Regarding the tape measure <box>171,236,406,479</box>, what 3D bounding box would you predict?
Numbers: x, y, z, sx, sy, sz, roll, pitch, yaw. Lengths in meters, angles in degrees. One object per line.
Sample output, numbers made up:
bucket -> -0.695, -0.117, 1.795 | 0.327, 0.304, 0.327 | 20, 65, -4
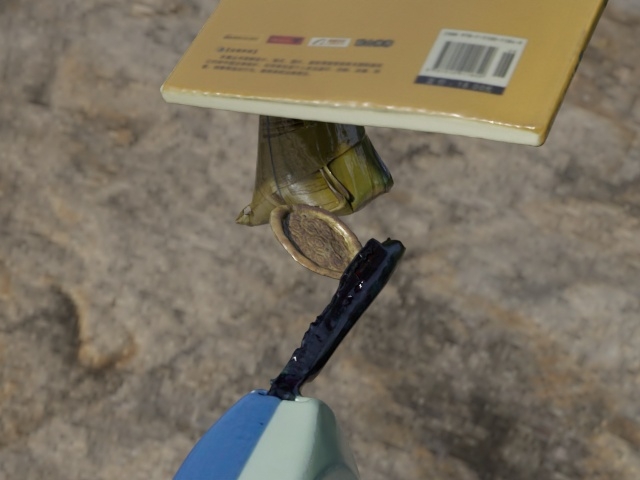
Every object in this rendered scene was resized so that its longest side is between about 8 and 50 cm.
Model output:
tape measure -> -0.020, 0.170, 0.993 | 0.098, 0.215, 0.351 | 9, 39, 21

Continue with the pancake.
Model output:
pancake -> -0.001, 0.001, 1.482 | 0.115, 0.011, 0.115 | 24, 32, -16

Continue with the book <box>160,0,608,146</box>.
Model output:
book -> 0.086, -0.215, 1.043 | 0.269, 0.032, 0.389 | 9, 51, 27

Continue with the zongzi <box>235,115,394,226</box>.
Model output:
zongzi -> -0.055, -0.147, 2.009 | 0.123, 0.260, 0.289 | -27, 14, -35
